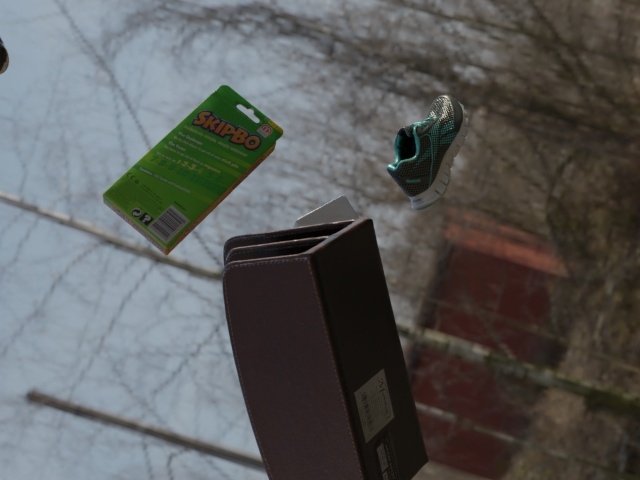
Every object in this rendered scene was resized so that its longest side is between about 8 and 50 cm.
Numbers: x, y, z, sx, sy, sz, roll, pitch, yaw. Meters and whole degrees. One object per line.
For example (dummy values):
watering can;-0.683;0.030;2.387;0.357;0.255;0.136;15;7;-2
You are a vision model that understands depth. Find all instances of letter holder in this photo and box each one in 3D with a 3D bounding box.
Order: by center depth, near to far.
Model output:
letter holder;-0.032;0.147;1.425;0.152;0.214;0.301;-32;-69;-58

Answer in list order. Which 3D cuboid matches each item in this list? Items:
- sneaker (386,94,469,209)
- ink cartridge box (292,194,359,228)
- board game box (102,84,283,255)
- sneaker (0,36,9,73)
sneaker;0.125;-0.120;1.493;0.065;0.076;0.166;-22;38;42
ink cartridge box;0.000;0.000;2.208;0.104;0.060;0.180;-29;-14;-19
board game box;-0.179;-0.107;1.809;0.259;0.124;0.039;-47;-11;-21
sneaker;-0.525;-0.324;1.899;0.080;0.211;0.081;-51;-26;19
